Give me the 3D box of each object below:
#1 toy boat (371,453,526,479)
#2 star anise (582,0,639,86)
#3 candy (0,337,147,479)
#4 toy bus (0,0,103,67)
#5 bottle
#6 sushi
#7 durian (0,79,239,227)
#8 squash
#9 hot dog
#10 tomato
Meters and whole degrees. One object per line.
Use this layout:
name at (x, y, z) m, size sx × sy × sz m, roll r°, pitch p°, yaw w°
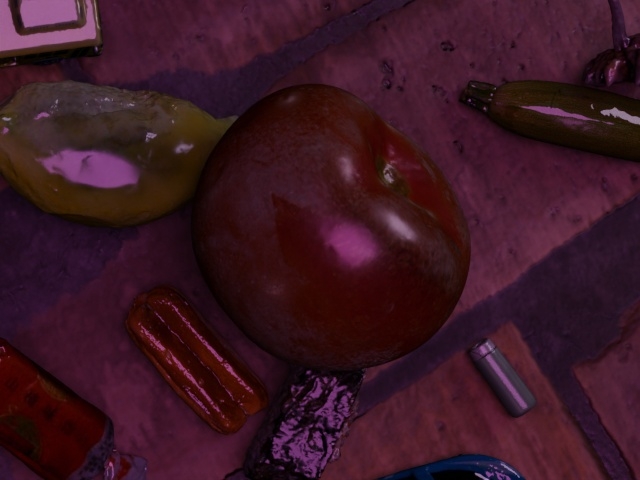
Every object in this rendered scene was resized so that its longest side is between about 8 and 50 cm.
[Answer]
toy boat at (0.079, 0.297, 1.617) m, size 0.298 × 0.092 × 0.134 m, roll -15°, pitch 88°, yaw -12°
star anise at (0.285, -0.255, 1.678) m, size 0.218 × 0.148 × 0.227 m, roll -9°, pitch 104°, yaw 30°
candy at (-0.268, 0.160, 1.529) m, size 0.292 × 0.059 × 0.086 m, roll 44°, pitch 76°, yaw -32°
toy bus at (-0.288, -0.204, 1.548) m, size 0.175 × 0.101 × 0.088 m, roll -10°, pitch 90°, yaw -14°
bottle at (0.183, 0.138, 1.675) m, size 0.030 × 0.030 × 0.083 m, roll -37°, pitch 95°, yaw -11°
sushi at (-0.012, 0.173, 1.601) m, size 0.078 × 0.090 × 0.150 m, roll 26°, pitch 84°, yaw -7°
durian at (-0.197, -0.081, 1.562) m, size 0.250 × 0.101 × 0.139 m, roll 9°, pitch 85°, yaw -12°
squash at (0.268, -0.122, 1.686) m, size 0.252 × 0.066 × 0.066 m, roll 10°, pitch 85°, yaw -12°
hot dog at (-0.122, 0.114, 1.600) m, size 0.071 × 0.045 × 0.165 m, roll -43°, pitch 97°, yaw -9°
tomato at (0.000, 0.000, 1.527) m, size 0.222 × 0.270 × 0.270 m, roll -40°, pitch 98°, yaw 26°
